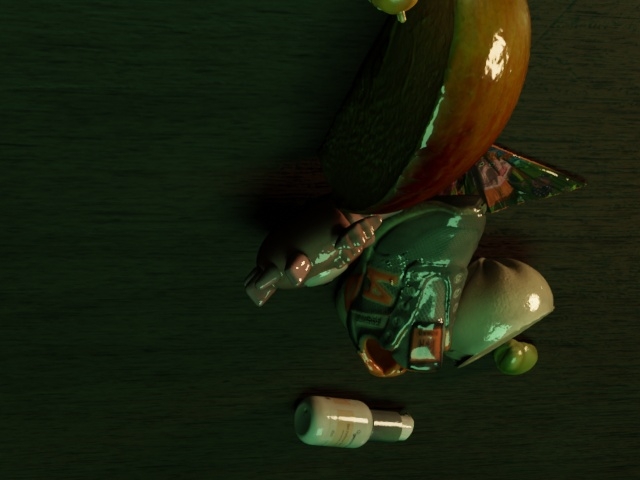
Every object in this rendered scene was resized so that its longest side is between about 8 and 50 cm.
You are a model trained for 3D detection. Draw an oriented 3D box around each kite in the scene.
[{"bbox_3d":[0.184,-0.070,1.847,0.321,0.016,0.234,-15,142,-1],"label":"kite"}]

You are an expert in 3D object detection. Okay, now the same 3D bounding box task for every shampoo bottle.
[{"bbox_3d":[0.055,0.278,2.202,0.192,0.074,0.074,11,136,-30],"label":"shampoo bottle"}]

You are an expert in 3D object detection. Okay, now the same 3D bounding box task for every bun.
[{"bbox_3d":[0.223,0.083,1.964,0.173,0.120,0.173,-29,173,-4],"label":"bun"}]

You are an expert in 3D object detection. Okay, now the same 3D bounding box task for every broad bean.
[{"bbox_3d":[0.290,0.175,2.177,0.063,0.045,0.083,-42,145,15],"label":"broad bean"}]

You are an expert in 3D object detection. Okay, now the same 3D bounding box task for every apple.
[{"bbox_3d":[0.114,-0.150,1.601,0.254,0.179,0.346,-32,162,-45],"label":"apple"}]

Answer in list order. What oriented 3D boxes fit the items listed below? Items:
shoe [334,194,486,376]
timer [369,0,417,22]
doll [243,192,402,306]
[{"bbox_3d":[0.120,0.079,1.855,0.132,0.171,0.336,0,150,-23],"label":"shoe"},{"bbox_3d":[0.059,-0.277,1.414,0.132,0.152,0.132,-9,143,-7],"label":"timer"},{"bbox_3d":[0.000,0.000,1.743,0.211,0.093,0.262,-36,-171,-24],"label":"doll"}]
